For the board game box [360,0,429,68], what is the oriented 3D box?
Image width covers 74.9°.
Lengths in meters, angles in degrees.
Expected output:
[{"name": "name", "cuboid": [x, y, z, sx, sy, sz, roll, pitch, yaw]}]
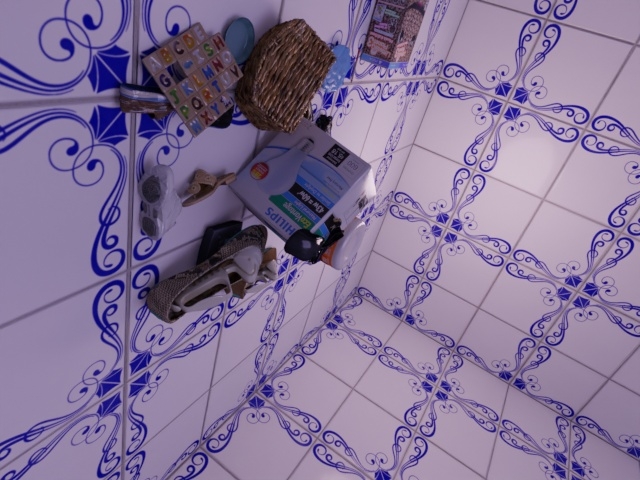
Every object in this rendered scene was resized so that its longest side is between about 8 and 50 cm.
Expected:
[{"name": "board game box", "cuboid": [0.320, -0.909, 1.797, 0.232, 0.141, 0.291, -35, 147, -51]}]

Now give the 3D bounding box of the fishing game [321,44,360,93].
[{"name": "fishing game", "cuboid": [0.054, -0.667, 1.628, 0.264, 0.041, 0.189, -30, 144, -42]}]

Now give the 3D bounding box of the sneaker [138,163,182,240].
[{"name": "sneaker", "cuboid": [-0.427, -0.116, 1.141, 0.115, 0.090, 0.232, -46, 165, -52]}]

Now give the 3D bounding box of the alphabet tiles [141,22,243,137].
[{"name": "alphabet tiles", "cuboid": [-0.288, -0.400, 1.019, 0.237, 0.009, 0.198, -55, 130, -32]}]

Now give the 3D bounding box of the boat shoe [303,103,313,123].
[{"name": "boat shoe", "cuboid": [-0.063, -0.469, 1.558, 0.073, 0.080, 0.224, -56, 166, -30]}]

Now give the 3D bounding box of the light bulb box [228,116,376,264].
[{"name": "light bulb box", "cuboid": [-0.056, -0.177, 1.472, 0.361, 0.357, 0.225, -47, 158, -7]}]

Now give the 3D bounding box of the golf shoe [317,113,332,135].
[{"name": "golf shoe", "cuboid": [-0.005, -0.428, 1.750, 0.198, 0.077, 0.094, -55, 160, -12]}]

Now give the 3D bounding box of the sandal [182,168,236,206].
[{"name": "sandal", "cuboid": [-0.350, -0.183, 1.270, 0.240, 0.088, 0.079, -47, 126, -52]}]

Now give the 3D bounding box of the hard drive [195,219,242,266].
[{"name": "hard drive", "cuboid": [-0.375, 0.049, 1.518, 0.172, 0.054, 0.255, -26, 140, -58]}]

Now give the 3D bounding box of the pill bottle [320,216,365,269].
[{"name": "pill bottle", "cuboid": [-0.035, -0.064, 1.698, 0.224, 0.391, 0.224, -49, 157, -30]}]

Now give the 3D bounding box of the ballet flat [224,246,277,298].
[{"name": "ballet flat", "cuboid": [-0.266, 0.150, 1.820, 0.342, 0.124, 0.116, -39, 151, -48]}]

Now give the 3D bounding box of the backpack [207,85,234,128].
[{"name": "backpack", "cuboid": [-0.292, -0.357, 1.116, 0.114, 0.084, 0.105, -2, 113, -55]}]

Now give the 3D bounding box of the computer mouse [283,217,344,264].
[{"name": "computer mouse", "cuboid": [0.000, 0.000, 1.309, 0.184, 0.060, 0.262, -48, 157, 4]}]

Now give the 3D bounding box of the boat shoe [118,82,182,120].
[{"name": "boat shoe", "cuboid": [-0.388, -0.321, 0.981, 0.183, 0.066, 0.066, -10, 132, -53]}]

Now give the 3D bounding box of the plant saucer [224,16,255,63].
[{"name": "plant saucer", "cuboid": [-0.224, -0.542, 1.131, 0.119, 0.021, 0.119, -49, 157, -29]}]

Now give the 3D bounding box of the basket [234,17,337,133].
[{"name": "basket", "cuboid": [-0.140, -0.506, 1.285, 0.213, 0.223, 0.299, 32, 87, -37]}]

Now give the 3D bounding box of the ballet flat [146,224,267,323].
[{"name": "ballet flat", "cuboid": [-0.329, 0.122, 1.395, 0.482, 0.182, 0.164, -34, 138, -28]}]
